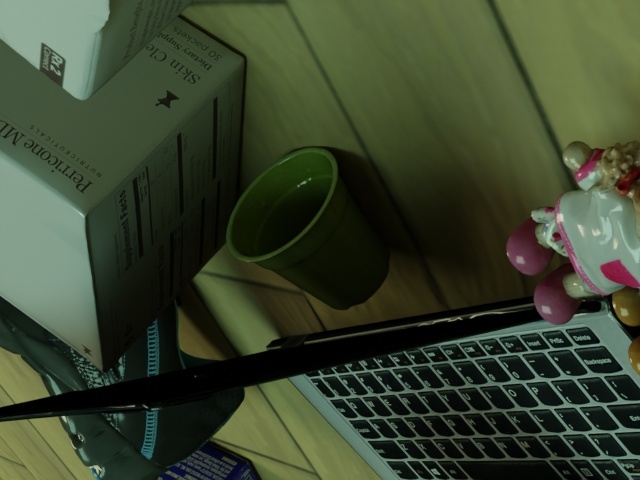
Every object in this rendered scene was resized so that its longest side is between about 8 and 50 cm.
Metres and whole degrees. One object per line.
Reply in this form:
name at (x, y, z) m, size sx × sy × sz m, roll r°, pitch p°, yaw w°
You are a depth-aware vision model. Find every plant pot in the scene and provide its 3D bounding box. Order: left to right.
plant pot at (0.000, 0.000, 0.846) m, size 0.083 × 0.083 × 0.079 m, roll 5°, pitch 149°, yaw 49°

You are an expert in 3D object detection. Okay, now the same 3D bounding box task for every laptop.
laptop at (0.029, 0.165, 0.869) m, size 0.408 × 0.236 × 0.382 m, roll 49°, pitch 153°, yaw -15°

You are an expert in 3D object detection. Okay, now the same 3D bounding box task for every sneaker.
sneaker at (-0.192, 0.042, 1.098) m, size 0.341 × 0.139 × 0.125 m, roll 55°, pitch -177°, yaw -28°

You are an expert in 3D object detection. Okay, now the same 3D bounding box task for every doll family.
doll family at (0.207, 0.053, 0.641) m, size 0.263 × 0.118 × 0.163 m, roll 62°, pitch 158°, yaw -1°

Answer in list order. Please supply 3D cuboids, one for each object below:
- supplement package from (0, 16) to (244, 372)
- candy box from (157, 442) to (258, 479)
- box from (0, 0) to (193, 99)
supplement package at (-0.197, -0.078, 0.897) m, size 0.262 × 0.145 × 0.204 m, roll 33°, pitch 152°, yaw 14°
candy box at (-0.158, 0.386, 1.345) m, size 0.122 × 0.317 × 0.268 m, roll 18°, pitch 145°, yaw 38°
box at (-0.134, -0.196, 0.669) m, size 0.182 × 0.119 × 0.181 m, roll 38°, pitch 152°, yaw 5°
